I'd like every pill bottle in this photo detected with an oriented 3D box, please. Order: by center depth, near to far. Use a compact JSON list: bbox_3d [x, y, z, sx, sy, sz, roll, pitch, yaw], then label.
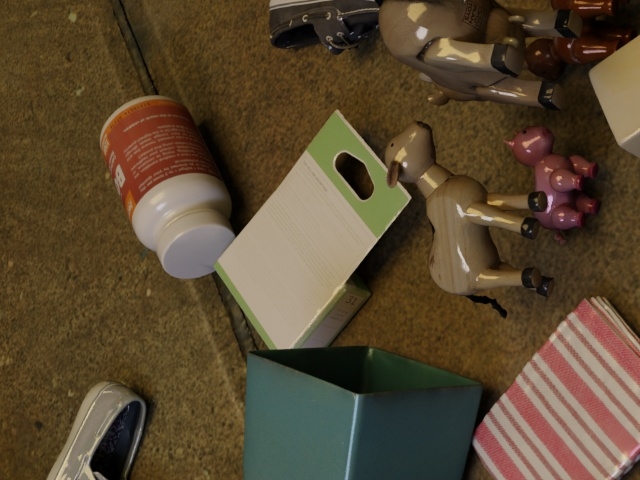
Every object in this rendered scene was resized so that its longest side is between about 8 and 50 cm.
[{"bbox_3d":[-0.178,-0.062,1.648,0.121,0.121,0.216,-46,50,23],"label":"pill bottle"}]

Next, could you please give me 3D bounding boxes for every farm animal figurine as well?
[{"bbox_3d":[0.140,-0.140,1.245,0.172,0.327,0.330,9,65,32],"label":"farm animal figurine"}]

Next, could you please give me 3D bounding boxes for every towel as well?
[{"bbox_3d":[0.232,0.164,1.255,0.197,0.029,0.144,-54,47,20],"label":"towel"}]

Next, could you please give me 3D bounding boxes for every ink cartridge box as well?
[{"bbox_3d":[0.000,0.000,1.507,0.235,0.056,0.171,-50,49,15],"label":"ink cartridge box"}]

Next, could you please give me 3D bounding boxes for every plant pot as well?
[{"bbox_3d":[0.029,0.235,1.324,0.165,0.165,0.234,14,100,48],"label":"plant pot"}]

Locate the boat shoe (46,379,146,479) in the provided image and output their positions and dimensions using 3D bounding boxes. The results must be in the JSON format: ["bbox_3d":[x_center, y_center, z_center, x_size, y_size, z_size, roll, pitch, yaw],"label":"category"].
[{"bbox_3d":[-0.270,0.281,1.650,0.081,0.079,0.227,13,82,49],"label":"boat shoe"}]

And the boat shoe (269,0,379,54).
[{"bbox_3d":[0.019,-0.246,1.557,0.228,0.080,0.076,7,87,45],"label":"boat shoe"}]

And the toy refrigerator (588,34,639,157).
[{"bbox_3d":[0.372,-0.175,1.180,0.269,0.102,0.094,-35,54,31],"label":"toy refrigerator"}]
